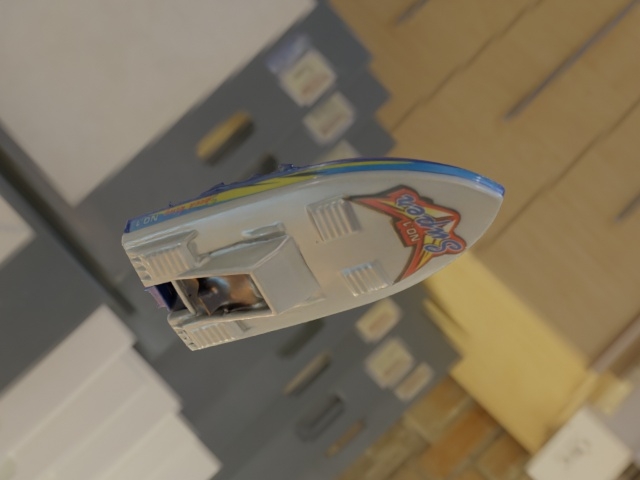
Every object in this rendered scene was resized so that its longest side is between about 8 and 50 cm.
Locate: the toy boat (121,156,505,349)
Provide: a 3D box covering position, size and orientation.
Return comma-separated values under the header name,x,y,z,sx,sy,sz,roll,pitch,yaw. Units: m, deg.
name,x,y,z,sx,sy,sz,roll,pitch,yaw
toy boat,0.000,0.000,1.308,0.295,0.129,0.088,-15,-144,20
